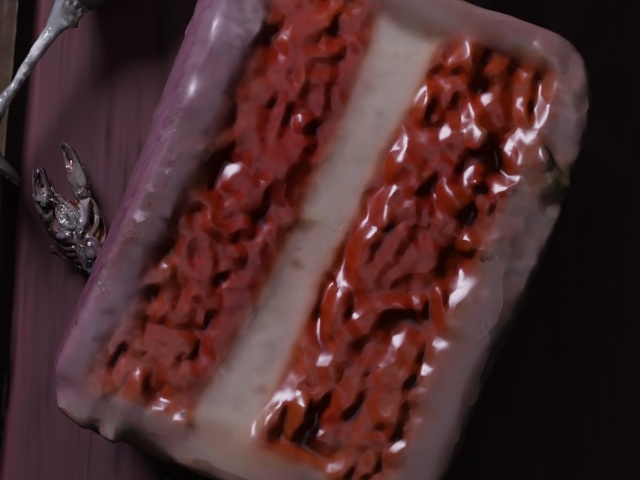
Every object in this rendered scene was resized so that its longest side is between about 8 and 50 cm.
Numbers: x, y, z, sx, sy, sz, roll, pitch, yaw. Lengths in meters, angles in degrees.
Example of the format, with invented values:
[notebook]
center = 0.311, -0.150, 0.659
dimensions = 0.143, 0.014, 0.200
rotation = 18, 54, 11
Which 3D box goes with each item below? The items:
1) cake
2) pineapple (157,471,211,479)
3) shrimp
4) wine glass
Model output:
[cake]
center = 0.000, 0.000, 1.083
dimensions = 0.237, 0.230, 0.309
rotation = 22, 89, 2
[pineapple]
center = -0.089, 0.199, 1.161
dimensions = 0.058, 0.058, 0.124
rotation = 1, 83, -2
[shrimp]
center = -0.155, -0.013, 1.176
dimensions = 0.038, 0.029, 0.092
rotation = -18, 84, 6
[wine glass]
center = -0.140, -0.161, 1.161
dimensions = 0.074, 0.074, 0.262
rotation = 33, 87, -1
